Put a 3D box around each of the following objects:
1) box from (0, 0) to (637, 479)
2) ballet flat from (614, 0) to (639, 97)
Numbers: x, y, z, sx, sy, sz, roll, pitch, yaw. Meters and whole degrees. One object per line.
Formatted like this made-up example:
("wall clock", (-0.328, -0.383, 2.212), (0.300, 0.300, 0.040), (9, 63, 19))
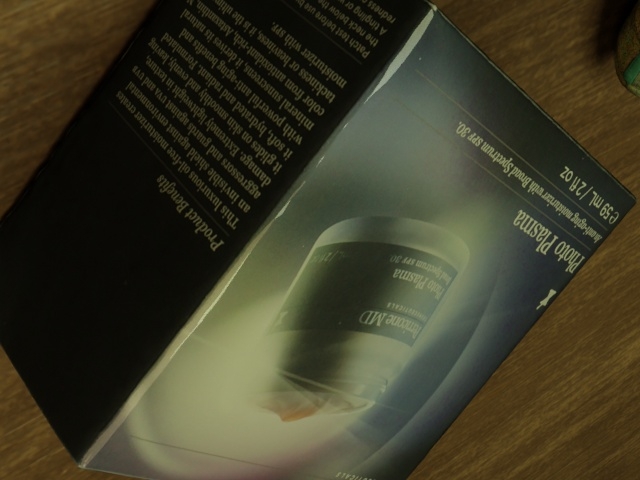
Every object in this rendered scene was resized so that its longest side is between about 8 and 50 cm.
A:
("box", (0.000, 0.000, 0.679), (0.294, 0.183, 0.296), (-52, 142, 10))
("ballet flat", (0.383, -0.200, 0.924), (0.348, 0.123, 0.123), (-23, 137, -28))
